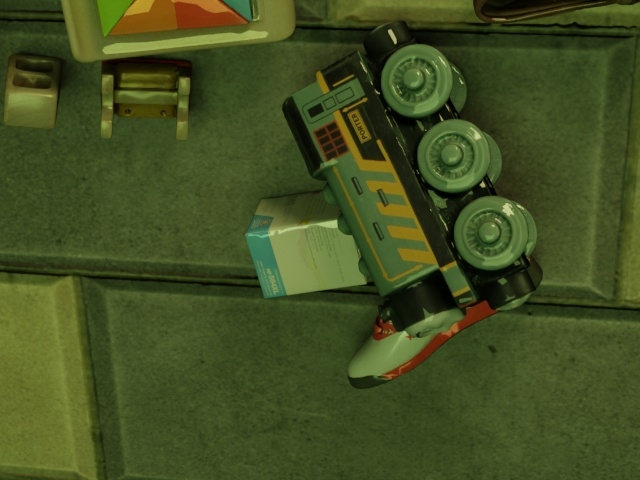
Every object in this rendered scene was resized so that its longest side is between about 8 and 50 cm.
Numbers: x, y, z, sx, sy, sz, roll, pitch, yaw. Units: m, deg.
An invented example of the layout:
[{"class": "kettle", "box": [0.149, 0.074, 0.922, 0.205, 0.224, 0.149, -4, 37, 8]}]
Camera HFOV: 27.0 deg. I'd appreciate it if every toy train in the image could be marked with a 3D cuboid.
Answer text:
[{"class": "toy train", "box": [0.098, -0.062, 1.420, 0.190, 0.142, 0.334, -26, 84, 13]}]

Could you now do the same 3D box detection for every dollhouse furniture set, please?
[{"class": "dollhouse furniture set", "box": [-0.328, -0.238, 1.473, 0.374, 0.152, 0.201, 2, 118, -9]}]

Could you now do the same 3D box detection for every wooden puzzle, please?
[{"class": "wooden puzzle", "box": [-0.152, -0.293, 1.352, 0.239, 0.044, 0.221, -8, 118, -1]}]

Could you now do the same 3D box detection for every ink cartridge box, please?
[{"class": "ink cartridge box", "box": [0.000, 0.000, 1.541, 0.143, 0.092, 0.090, -8, 116, 15]}]

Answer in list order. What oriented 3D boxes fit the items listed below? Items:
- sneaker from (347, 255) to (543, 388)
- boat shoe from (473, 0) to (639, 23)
[{"class": "sneaker", "box": [0.110, 0.054, 1.552, 0.270, 0.090, 0.145, -33, 106, 20]}, {"class": "boat shoe", "box": [0.305, -0.274, 1.280, 0.342, 0.123, 0.123, -5, 137, 27]}]
